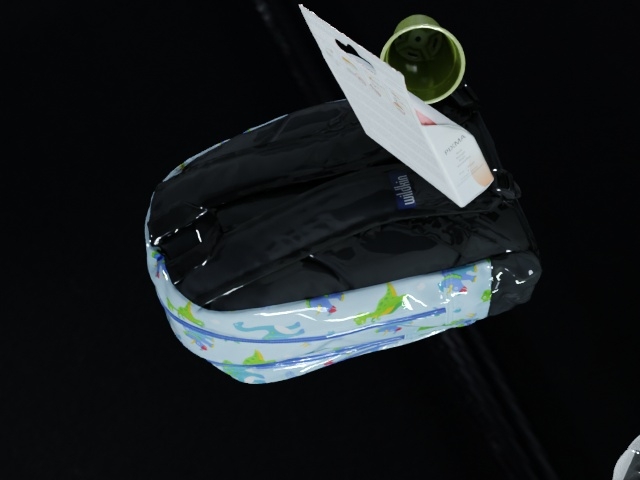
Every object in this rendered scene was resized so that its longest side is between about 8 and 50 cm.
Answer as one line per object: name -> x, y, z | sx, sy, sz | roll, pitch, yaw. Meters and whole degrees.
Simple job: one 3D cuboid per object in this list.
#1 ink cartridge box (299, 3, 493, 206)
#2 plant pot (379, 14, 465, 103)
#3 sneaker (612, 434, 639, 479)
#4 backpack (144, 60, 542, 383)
ink cartridge box -> 0.065, -0.124, 1.178 | 0.045, 0.179, 0.145 | -40, -131, -10
plant pot -> 0.100, -0.189, 1.382 | 0.083, 0.083, 0.079 | 26, -154, -12
sneaker -> 0.354, 0.203, 1.149 | 0.292, 0.118, 0.110 | -7, -158, -36
backpack -> 0.000, 0.000, 1.421 | 0.356, 0.273, 0.290 | -13, -120, -17
